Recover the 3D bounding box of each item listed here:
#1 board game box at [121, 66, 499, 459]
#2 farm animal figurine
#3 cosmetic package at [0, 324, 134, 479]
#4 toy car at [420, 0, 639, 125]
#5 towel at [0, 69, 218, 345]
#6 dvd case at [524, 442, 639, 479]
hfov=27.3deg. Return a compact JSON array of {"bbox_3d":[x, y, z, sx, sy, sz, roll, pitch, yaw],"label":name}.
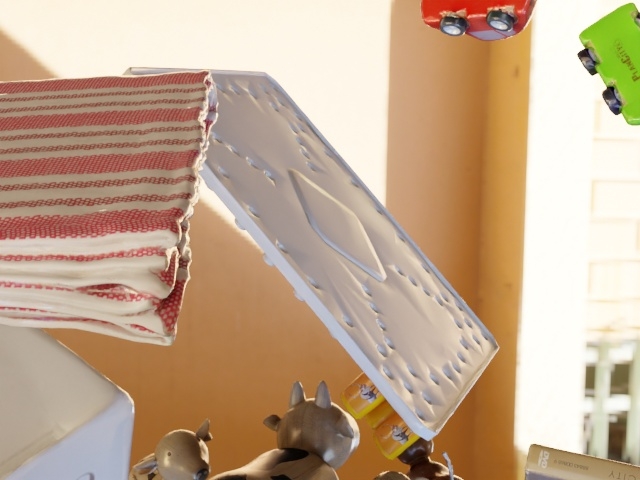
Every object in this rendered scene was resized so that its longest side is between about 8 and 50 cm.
[{"bbox_3d":[0.000,0.000,1.242,0.050,0.390,0.390,-42,175,16],"label":"board game box"},{"bbox_3d":[-0.040,0.214,1.102,0.330,0.172,0.327,-10,-175,13],"label":"farm animal figurine"},{"bbox_3d":[-0.329,0.208,0.677,0.327,0.394,0.329,31,-136,23],"label":"cosmetic package"},{"bbox_3d":[0.213,-0.170,1.001,0.239,0.225,0.053,-32,147,17],"label":"toy car"},{"bbox_3d":[-0.105,-0.015,0.397,0.144,0.029,0.197,-3,-160,-1],"label":"towel"},{"bbox_3d":[0.190,0.155,0.541,0.221,0.018,0.164,10,142,14],"label":"dvd case"}]
